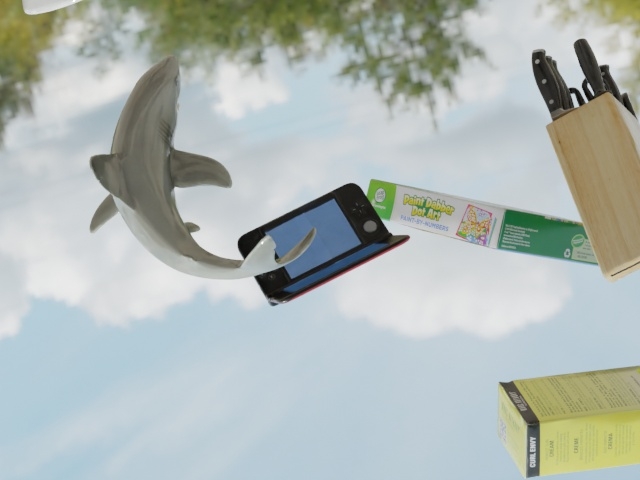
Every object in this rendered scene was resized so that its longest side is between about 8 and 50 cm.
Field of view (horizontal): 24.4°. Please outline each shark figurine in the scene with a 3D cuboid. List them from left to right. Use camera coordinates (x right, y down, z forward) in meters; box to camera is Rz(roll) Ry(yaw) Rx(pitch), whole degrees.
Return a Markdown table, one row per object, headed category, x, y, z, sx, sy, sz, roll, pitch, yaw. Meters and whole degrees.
| category | x | y | z | sx | sy | sz | roll | pitch | yaw |
| --- | --- | --- | --- | --- | --- | --- | --- | --- | --- |
| shark figurine | -0.139 | -0.035 | 1.251 | 0.166 | 0.116 | 0.278 | -44 | -127 | 9 |

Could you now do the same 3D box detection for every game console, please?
| category | x | y | z | sx | sy | sz | roll | pitch | yaw |
| --- | --- | --- | --- | --- | --- | --- | --- | --- | --- |
| game console | 0.000 | 0.000 | 1.466 | 0.144 | 0.124 | 0.085 | -26 | 154 | -10 |

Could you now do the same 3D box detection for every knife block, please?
| category | x | y | z | sx | sy | sz | roll | pitch | yaw |
| --- | --- | --- | --- | --- | --- | --- | --- | --- | --- |
| knife block | 0.322 | -0.110 | 1.726 | 0.088 | 0.242 | 0.276 | -29 | -167 | 22 |

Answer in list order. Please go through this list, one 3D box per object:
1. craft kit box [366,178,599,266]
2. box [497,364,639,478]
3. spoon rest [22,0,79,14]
| category | x | y | z | sx | sy | sz | roll | pitch | yaw |
| --- | --- | --- | --- | --- | --- | --- | --- | --- | --- |
| craft kit box | 0.227 | -0.020 | 1.894 | 0.250 | 0.061 | 0.246 | 9 | -178 | -41 |
| box | 0.279 | 0.154 | 1.313 | 0.232 | 0.058 | 0.087 | -7 | -159 | -9 |
| spoon rest | -0.192 | -0.218 | 1.137 | 0.137 | 0.084 | 0.276 | -36 | -150 | -19 |
